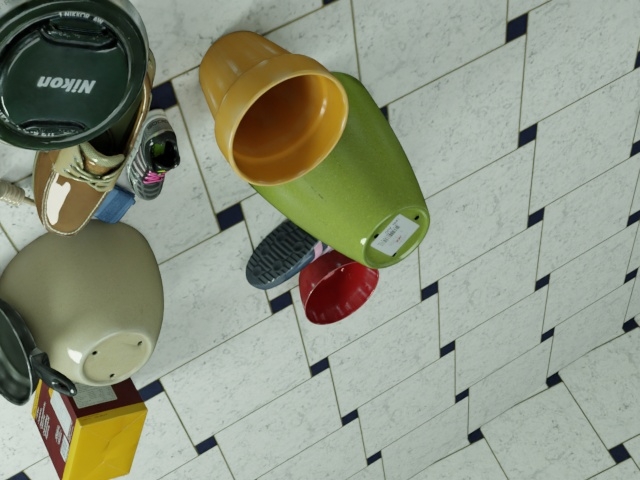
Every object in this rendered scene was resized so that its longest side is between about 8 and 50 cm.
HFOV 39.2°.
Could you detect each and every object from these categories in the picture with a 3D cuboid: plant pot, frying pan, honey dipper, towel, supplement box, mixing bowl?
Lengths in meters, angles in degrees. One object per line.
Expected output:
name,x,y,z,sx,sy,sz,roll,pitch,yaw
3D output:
plant pot,-0.091,-0.220,1.382,0.205,0.188,0.205,-24,142,-20
plant pot,-0.379,0.132,1.518,0.284,0.191,0.284,-23,141,-20
frying pan,-0.471,0.159,1.402,0.053,0.197,0.326,-26,-175,-42
honey dipper,-0.435,-0.054,1.401,0.030,0.030,0.160,-47,145,12
towel,-0.359,-0.070,1.451,0.067,0.029,0.119,-46,145,10
supplement box,-0.435,0.320,1.672,0.129,0.194,0.191,-8,135,-36
plant pot,0.049,-0.095,1.552,0.274,0.293,0.275,-23,142,-20
mixing bowl,0.022,0.081,1.891,0.181,0.098,0.181,-24,141,-20

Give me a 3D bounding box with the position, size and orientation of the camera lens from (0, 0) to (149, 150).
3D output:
camera lens,-0.343,-0.255,1.048,0.219,0.274,0.219,-24,142,-20

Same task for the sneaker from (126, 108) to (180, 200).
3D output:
sneaker,-0.264,-0.122,1.436,0.063,0.075,0.170,-11,137,-33

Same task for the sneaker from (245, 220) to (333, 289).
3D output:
sneaker,0.000,0.000,1.772,0.319,0.112,0.131,-39,142,3

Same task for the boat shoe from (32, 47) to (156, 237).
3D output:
boat shoe,-0.332,-0.138,1.299,0.122,0.120,0.324,15,118,-26
